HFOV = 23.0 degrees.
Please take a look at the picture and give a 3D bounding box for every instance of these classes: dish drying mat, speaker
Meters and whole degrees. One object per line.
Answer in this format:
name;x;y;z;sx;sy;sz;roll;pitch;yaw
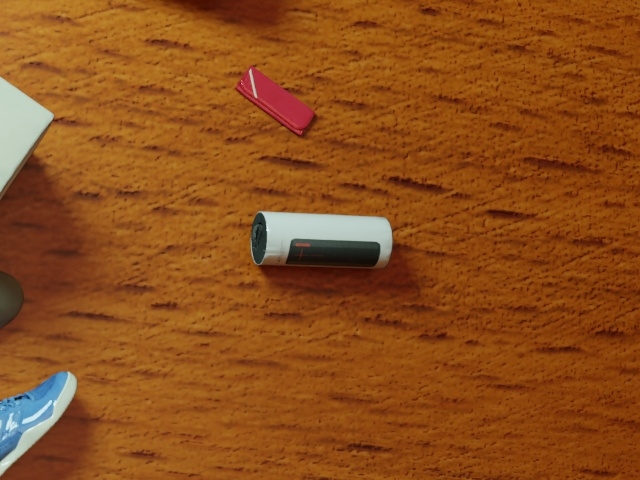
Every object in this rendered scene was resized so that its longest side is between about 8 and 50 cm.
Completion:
dish drying mat;-0.046;-0.144;1.613;0.083;0.008;0.032;35;69;-11
speaker;0.000;0.000;1.579;0.136;0.055;0.055;3;79;-20

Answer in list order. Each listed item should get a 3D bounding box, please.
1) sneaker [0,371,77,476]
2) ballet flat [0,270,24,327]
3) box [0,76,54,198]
sneaker;-0.298;0.158;1.436;0.152;0.058;0.084;-46;106;-15
ballet flat;-0.371;0.056;1.423;0.213;0.068;0.072;-1;80;-21
box;-0.406;-0.139;1.407;0.311;0.148;0.121;35;71;-10
